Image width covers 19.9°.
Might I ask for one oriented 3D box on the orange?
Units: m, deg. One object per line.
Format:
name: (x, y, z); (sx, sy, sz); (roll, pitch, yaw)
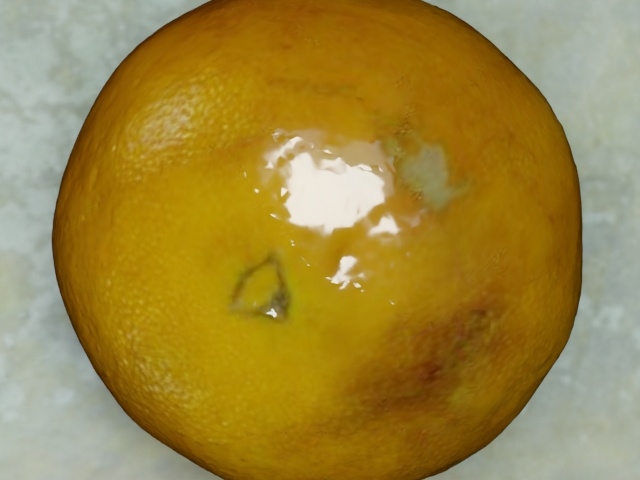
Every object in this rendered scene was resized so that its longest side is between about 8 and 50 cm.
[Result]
orange: (0.000, 0.000, 0.902); (0.261, 0.261, 0.261); (2, 76, -8)
